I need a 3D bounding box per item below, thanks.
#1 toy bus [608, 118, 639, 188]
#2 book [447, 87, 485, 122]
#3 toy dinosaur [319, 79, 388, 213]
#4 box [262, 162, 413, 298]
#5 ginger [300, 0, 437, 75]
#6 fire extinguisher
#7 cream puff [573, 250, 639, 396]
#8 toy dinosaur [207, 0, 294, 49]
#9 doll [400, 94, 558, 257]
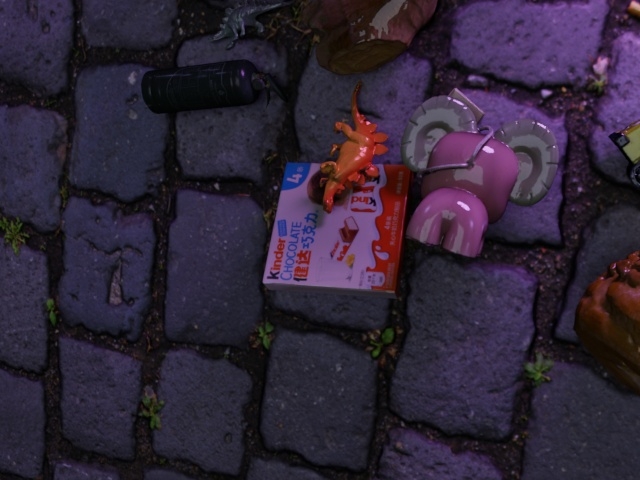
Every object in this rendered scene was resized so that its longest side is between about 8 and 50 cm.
[{"bbox_3d":[0.617,-0.106,1.191,0.150,0.128,0.262,-37,86,20],"label":"toy bus"},{"bbox_3d":[0.253,-0.228,1.370,0.077,0.014,0.111,44,111,10],"label":"book"},{"bbox_3d":[0.074,-0.178,1.388,0.117,0.070,0.288,17,73,10],"label":"toy dinosaur"},{"bbox_3d":[0.037,-0.026,1.386,0.265,0.048,0.273,2,67,16],"label":"box"},{"bbox_3d":[0.093,-0.440,1.342,0.275,0.130,0.221,-3,87,23],"label":"ginger"},{"bbox_3d":[-0.224,-0.322,1.498,0.311,0.095,0.114,-3,120,22],"label":"fire extinguisher"},{"bbox_3d":[0.590,0.156,1.145,0.231,0.327,0.343,-47,117,-2],"label":"cream puff"},{"bbox_3d":[-0.151,-0.466,1.474,0.209,0.039,0.082,-17,91,22],"label":"toy dinosaur"},{"bbox_3d":[0.269,-0.113,1.278,0.284,0.216,0.268,18,97,15],"label":"doll"}]
